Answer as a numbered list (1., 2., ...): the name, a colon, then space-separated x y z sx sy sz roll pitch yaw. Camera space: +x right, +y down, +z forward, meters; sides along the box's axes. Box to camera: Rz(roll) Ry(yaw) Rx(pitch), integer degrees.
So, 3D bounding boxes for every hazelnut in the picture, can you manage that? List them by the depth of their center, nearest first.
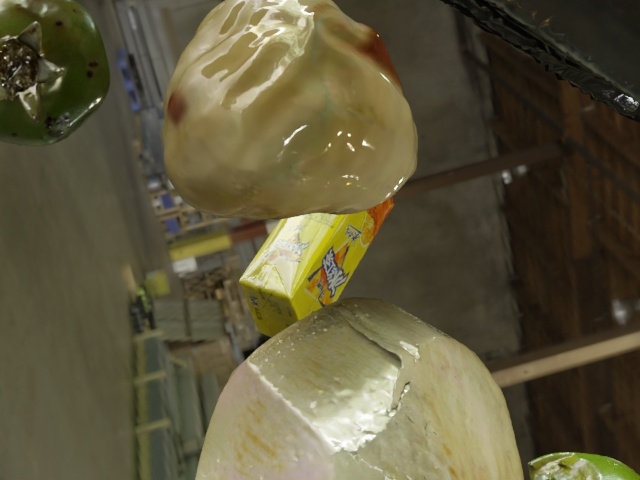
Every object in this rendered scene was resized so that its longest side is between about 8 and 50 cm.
1. hazelnut: -0.037 -0.116 1.017 0.241 0.261 0.261 -45 -123 56

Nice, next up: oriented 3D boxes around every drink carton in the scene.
1. drink carton: 0.000 0.000 1.770 0.351 0.111 0.154 -57 150 -31

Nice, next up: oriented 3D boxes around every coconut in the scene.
1. coconut: 0.038 0.229 1.039 0.352 0.353 0.352 165 -90 -87

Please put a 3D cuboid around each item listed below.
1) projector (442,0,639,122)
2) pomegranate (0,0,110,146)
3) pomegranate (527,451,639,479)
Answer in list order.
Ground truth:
1. projector: 0.169 -0.281 0.460 0.395 0.405 0.242 20 18 -39
2. pomegranate: -0.313 -0.185 1.073 0.224 0.182 0.181 -149 -136 -75
3. pomegranate: 0.337 0.376 1.256 0.302 0.236 0.236 79 -5 -73
